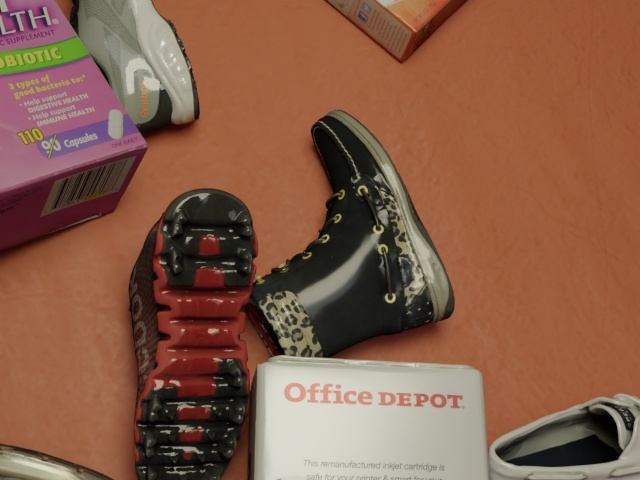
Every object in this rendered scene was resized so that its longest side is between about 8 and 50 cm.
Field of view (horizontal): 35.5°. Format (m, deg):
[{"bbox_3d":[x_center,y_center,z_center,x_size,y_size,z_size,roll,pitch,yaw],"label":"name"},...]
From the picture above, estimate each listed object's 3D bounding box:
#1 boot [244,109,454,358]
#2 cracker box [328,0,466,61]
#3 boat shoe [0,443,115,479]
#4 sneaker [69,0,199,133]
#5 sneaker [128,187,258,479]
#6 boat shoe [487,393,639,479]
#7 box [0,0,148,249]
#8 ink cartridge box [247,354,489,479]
[{"bbox_3d":[0.001,0.000,0.949,0.179,0.085,0.236,-24,75,-16],"label":"boot"},{"bbox_3d":[0.057,-0.328,1.099,0.232,0.067,0.155,41,67,7],"label":"cracker box"},{"bbox_3d":[-0.328,0.219,0.791,0.355,0.132,0.130,7,77,2],"label":"boat shoe"},{"bbox_3d":[-0.215,-0.225,0.993,0.108,0.100,0.271,-23,74,-12],"label":"sneaker"},{"bbox_3d":[-0.119,0.091,0.886,0.098,0.135,0.276,5,91,-22],"label":"sneaker"},{"bbox_3d":[0.261,0.181,0.880,0.258,0.084,0.095,-17,38,-19],"label":"boat shoe"},{"bbox_3d":[-0.314,-0.119,0.886,0.214,0.117,0.243,-23,73,-38],"label":"box"},{"bbox_3d":[0.036,0.246,0.841,0.197,0.114,0.272,4,69,-8],"label":"ink cartridge box"}]
